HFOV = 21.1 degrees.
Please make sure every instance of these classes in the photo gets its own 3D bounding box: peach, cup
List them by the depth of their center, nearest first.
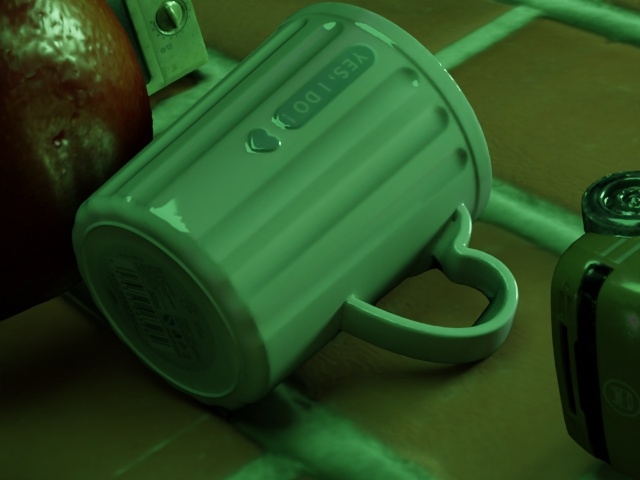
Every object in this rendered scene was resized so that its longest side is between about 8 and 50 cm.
[{"bbox_3d":[-0.006,-0.013,0.976,0.221,0.167,0.202,14,46,43],"label":"cup"},{"bbox_3d":[-0.213,-0.085,1.057,0.201,0.258,0.361,-11,-17,-35],"label":"peach"}]

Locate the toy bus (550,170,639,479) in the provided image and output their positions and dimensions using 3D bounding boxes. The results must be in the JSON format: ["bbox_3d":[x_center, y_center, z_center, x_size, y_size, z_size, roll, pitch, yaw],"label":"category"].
[{"bbox_3d":[0.255,0.012,0.842,0.289,0.139,0.157,-30,38,-27],"label":"toy bus"}]

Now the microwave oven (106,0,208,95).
[{"bbox_3d":[-0.243,-0.157,1.333,0.240,0.145,0.194,-33,32,-25],"label":"microwave oven"}]
